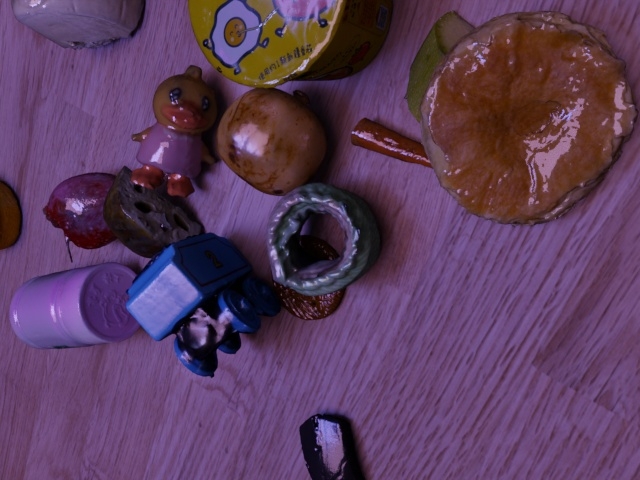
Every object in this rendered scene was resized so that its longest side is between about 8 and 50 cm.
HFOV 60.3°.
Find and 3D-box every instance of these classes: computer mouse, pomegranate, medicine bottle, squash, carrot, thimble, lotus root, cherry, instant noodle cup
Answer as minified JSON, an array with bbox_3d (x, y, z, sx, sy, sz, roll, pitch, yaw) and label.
[{"bbox_3d":[0.024,0.480,1.186,0.121,0.073,0.217,-18,86,32],"label":"computer mouse"},{"bbox_3d":[-0.091,-0.201,1.091,0.215,0.215,0.216,5,100,31],"label":"pomegranate"},{"bbox_3d":[-0.648,0.179,1.472,0.325,0.212,0.212,-12,91,33],"label":"medicine bottle"},{"bbox_3d":[0.219,-0.275,0.948,0.192,0.085,0.184,48,117,19],"label":"squash"},{"bbox_3d":[0.165,-0.168,1.020,0.224,0.057,0.057,25,110,23],"label":"carrot"},{"bbox_3d":[0.000,0.000,1.064,0.218,0.150,0.219,1,92,17],"label":"thimble"},{"bbox_3d":[-0.410,-0.050,1.296,0.235,0.138,0.119,45,130,-15],"label":"lotus root"},{"bbox_3d":[-0.573,-0.083,1.411,0.249,0.175,0.192,-25,94,20],"label":"cherry"},{"bbox_3d":[-0.034,-0.424,0.981,0.325,0.254,0.326,5,100,30],"label":"instant noodle cup"}]

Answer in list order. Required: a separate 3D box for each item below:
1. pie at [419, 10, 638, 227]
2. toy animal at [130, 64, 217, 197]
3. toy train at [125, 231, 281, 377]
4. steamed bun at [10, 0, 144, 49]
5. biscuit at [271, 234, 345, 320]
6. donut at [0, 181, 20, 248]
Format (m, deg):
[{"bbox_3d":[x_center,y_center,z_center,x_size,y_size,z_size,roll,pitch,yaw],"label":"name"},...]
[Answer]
[{"bbox_3d":[0.313,-0.184,0.864,0.339,0.083,0.340,5,111,14],"label":"pie"},{"bbox_3d":[-0.315,-0.252,1.242,0.281,0.195,0.169,-66,25,25],"label":"toy animal"},{"bbox_3d":[-0.239,0.119,1.167,0.188,0.300,0.265,-44,87,14],"label":"toy train"},{"bbox_3d":[-0.569,-0.623,1.308,0.272,0.273,0.291,-11,96,16],"label":"steamed bun"},{"bbox_3d":[-0.031,0.080,1.187,0.187,0.027,0.188,5,100,32],"label":"biscuit"},{"bbox_3d":[-1.053,-0.082,1.737,0.253,0.118,0.254,6,102,29],"label":"donut"}]
